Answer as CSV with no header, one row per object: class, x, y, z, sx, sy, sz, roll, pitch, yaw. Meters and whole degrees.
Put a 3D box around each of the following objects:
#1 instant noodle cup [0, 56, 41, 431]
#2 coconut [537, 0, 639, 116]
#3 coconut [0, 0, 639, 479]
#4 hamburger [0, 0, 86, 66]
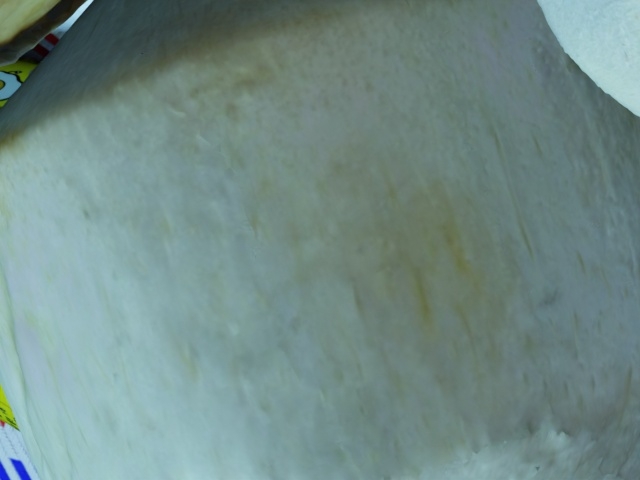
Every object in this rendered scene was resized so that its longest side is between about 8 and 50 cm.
instant noodle cup,-0.213,-0.001,1.118,0.254,0.326,0.325,21,169,19
coconut,0.154,-0.122,0.483,0.170,0.171,0.183,16,170,-4
coconut,0.000,0.000,0.773,0.415,0.416,0.344,12,-177,14
hamburger,-0.070,-0.167,0.317,0.145,0.283,0.259,53,176,14
